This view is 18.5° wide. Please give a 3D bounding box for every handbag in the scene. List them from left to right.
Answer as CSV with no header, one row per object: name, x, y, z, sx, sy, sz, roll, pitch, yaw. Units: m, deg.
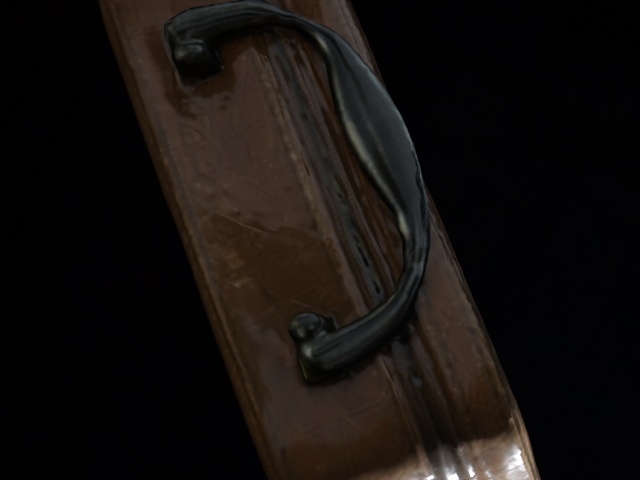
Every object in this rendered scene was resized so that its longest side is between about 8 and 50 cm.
handbag,0.000,0.000,0.578,0.151,0.072,0.193,64,-173,-69
